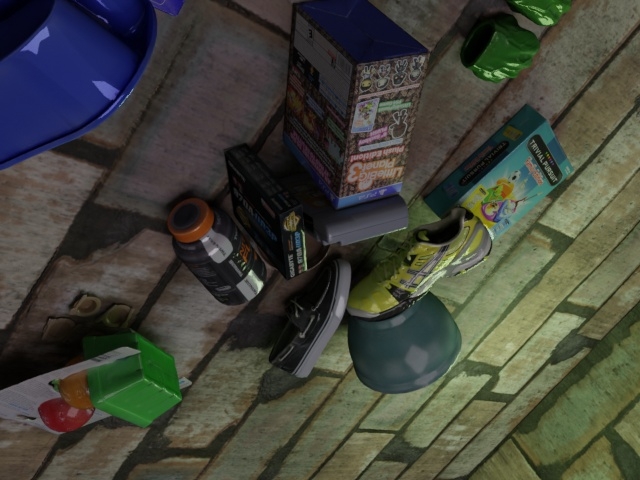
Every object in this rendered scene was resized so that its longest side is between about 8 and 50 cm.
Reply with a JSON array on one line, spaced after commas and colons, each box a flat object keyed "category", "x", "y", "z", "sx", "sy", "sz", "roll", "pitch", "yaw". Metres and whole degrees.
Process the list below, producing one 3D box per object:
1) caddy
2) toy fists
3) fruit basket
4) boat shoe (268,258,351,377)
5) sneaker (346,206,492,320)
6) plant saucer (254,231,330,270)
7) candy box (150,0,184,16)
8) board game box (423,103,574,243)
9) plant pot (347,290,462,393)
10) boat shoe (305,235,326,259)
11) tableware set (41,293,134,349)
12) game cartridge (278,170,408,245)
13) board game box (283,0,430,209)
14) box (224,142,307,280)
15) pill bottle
[{"category": "caddy", "x": -0.366, "y": -0.223, "z": 0.892, "sx": 0.341, "sy": 0.241, "sz": 0.179, "roll": -18, "pitch": 150, "yaw": 20}, {"category": "toy fists", "x": 0.404, "y": -0.447, "z": 1.449, "sx": 0.142, "sy": 0.096, "sz": 0.279, "roll": 13, "pitch": 122, "yaw": -31}, {"category": "fruit basket", "x": -0.495, "y": 0.314, "z": 1.517, "sx": 0.353, "sy": 0.165, "sz": 0.327, "roll": -16, "pitch": 152, "yaw": 9}, {"category": "boat shoe", "x": -0.030, "y": 0.189, "z": 1.737, "sx": 0.119, "sy": 0.121, "sz": 0.335, "roll": 17, "pitch": 109, "yaw": -18}, {"category": "sneaker", "x": 0.214, "y": 0.046, "z": 1.699, "sx": 0.384, "sy": 0.145, "sz": 0.147, "roll": -33, "pitch": 129, "yaw": 1}, {"category": "plant saucer", "x": -0.059, "y": -0.015, "z": 1.526, "sx": 0.168, "sy": 0.029, "sz": 0.168, "roll": -1, "pitch": 93, "yaw": -11}, {"category": "candy box", "x": -0.239, "y": -0.496, "z": 0.918, "sx": 0.268, "sy": 0.122, "sz": 0.317, "roll": 15, "pitch": 120, "yaw": -42}, {"category": "board game box", "x": 0.451, "y": -0.139, "z": 1.792, "sx": 0.336, "sy": 0.079, "sz": 0.254, "roll": -43, "pitch": 140, "yaw": 9}, {"category": "plant pot", "x": 0.191, "y": 0.212, "z": 1.814, "sx": 0.293, "sy": 0.293, "sz": 0.196, "roll": -30, "pitch": 123, "yaw": -8}, {"category": "boat shoe", "x": 0.002, "y": -0.019, "z": 1.591, "sx": 0.223, "sy": 0.080, "sz": 0.073, "roll": -37, "pitch": 172, "yaw": 2}, {"category": "tableware set", "x": -0.477, "y": 0.172, "z": 1.479, "sx": 0.141, "sy": 0.020, "sz": 0.168, "roll": -47, "pitch": 139, "yaw": 12}, {"category": "game cartridge", "x": 0.030, "y": -0.077, "z": 1.392, "sx": 0.198, "sy": 0.297, "sz": 0.062, "roll": -19, "pitch": 118, "yaw": -22}, {"category": "board game box", "x": 0.051, "y": -0.248, "z": 1.281, "sx": 0.141, "sy": 0.232, "sz": 0.291, "roll": -15, "pitch": 137, "yaw": -24}, {"category": "box", "x": -0.104, "y": -0.055, "z": 1.366, "sx": 0.051, "sy": 0.220, "sz": 0.175, "roll": -25, "pitch": 140, "yaw": -21}, {"category": "pill bottle", "x": -0.211, "y": 0.020, "z": 1.434, "sx": 0.130, "sy": 0.130, "sz": 0.246, "roll": -34, "pitch": 141, "yaw": -2}]
